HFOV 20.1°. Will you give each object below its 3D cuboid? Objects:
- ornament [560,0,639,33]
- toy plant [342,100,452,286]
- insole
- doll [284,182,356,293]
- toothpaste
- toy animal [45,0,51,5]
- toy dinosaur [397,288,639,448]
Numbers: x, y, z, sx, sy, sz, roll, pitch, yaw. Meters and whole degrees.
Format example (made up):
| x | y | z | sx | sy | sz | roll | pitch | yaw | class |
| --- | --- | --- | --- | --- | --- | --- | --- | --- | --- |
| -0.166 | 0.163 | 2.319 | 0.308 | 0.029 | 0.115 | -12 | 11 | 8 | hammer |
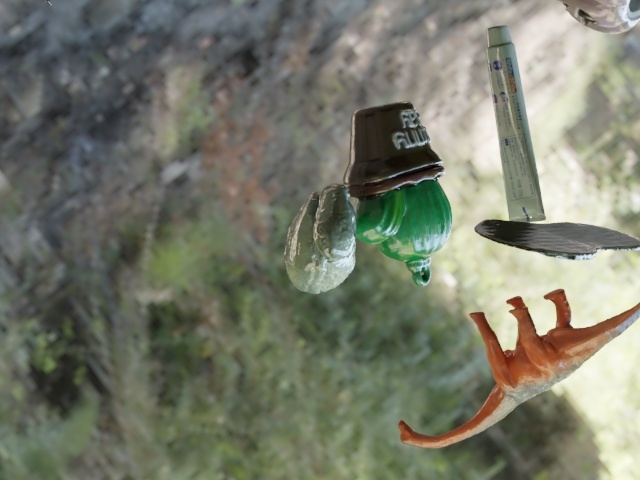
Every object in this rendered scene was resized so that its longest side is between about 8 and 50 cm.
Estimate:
| x | y | z | sx | sy | sz | roll | pitch | yaw | class |
| --- | --- | --- | --- | --- | --- | --- | --- | --- | --- |
| 0.423 | -0.382 | 2.583 | 0.177 | 0.177 | 0.177 | -37 | 173 | -5 | ornament |
| 0.081 | -0.045 | 1.921 | 0.105 | 0.200 | 0.143 | -10 | -177 | 34 | toy plant |
| 0.247 | -0.004 | 1.836 | 0.348 | 0.119 | 0.009 | -1 | 109 | -61 | insole |
| 0.000 | 0.000 | 1.820 | 0.071 | 0.103 | 0.214 | 2 | 168 | -4 | doll |
| 0.209 | -0.126 | 1.977 | 0.052 | 0.218 | 0.033 | -9 | 180 | 43 | toothpaste |
| -0.357 | -0.330 | 1.984 | 0.070 | 0.202 | 0.105 | -42 | 171 | 18 | toy animal |
| 0.166 | 0.101 | 1.551 | 0.279 | 0.101 | 0.055 | -26 | 170 | 40 | toy dinosaur |
